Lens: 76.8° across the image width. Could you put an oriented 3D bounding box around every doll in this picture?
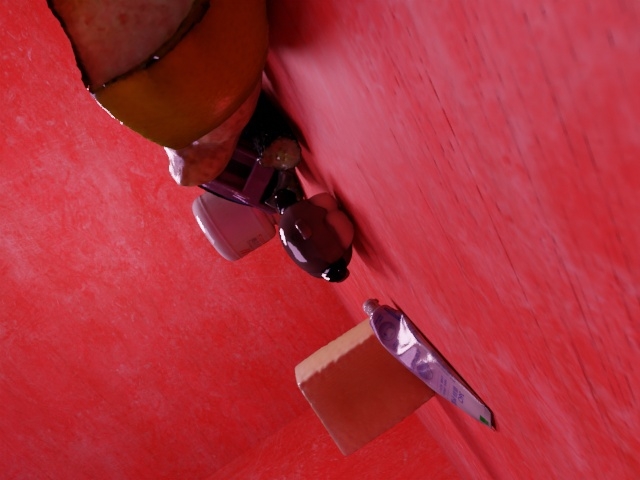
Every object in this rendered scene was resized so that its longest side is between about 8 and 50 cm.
[{"bbox_3d":[-0.001,0.002,0.720,0.182,0.117,0.257,53,176,15],"label":"doll"}]

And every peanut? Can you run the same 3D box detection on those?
[{"bbox_3d":[-0.171,-0.189,0.610,0.122,0.253,0.137,20,-133,-19],"label":"peanut"}]

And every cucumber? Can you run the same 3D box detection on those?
[{"bbox_3d":[-0.118,-0.224,0.718,0.081,0.072,0.303,4,-142,-35],"label":"cucumber"}]

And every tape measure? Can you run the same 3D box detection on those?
[{"bbox_3d":[-0.165,-0.163,0.822,0.245,0.149,0.231,23,-165,-18],"label":"tape measure"}]

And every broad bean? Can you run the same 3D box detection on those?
[{"bbox_3d":[-0.080,-0.151,1.018,0.297,0.043,0.060,67,-175,-62],"label":"broad bean"}]

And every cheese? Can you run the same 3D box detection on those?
[{"bbox_3d":[0.107,0.349,0.997,0.242,0.265,0.124,58,176,-6],"label":"cheese"}]

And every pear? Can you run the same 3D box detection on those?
[{"bbox_3d":[-0.133,-0.219,0.383,0.292,0.159,0.292,60,178,4],"label":"pear"}]

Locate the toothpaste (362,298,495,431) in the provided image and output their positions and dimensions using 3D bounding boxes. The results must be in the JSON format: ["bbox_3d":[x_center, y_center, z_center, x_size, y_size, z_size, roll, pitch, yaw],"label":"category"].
[{"bbox_3d":[0.165,0.189,0.671,0.301,0.048,0.075,43,138,49],"label":"toothpaste"}]

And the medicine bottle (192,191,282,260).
[{"bbox_3d":[-0.228,-0.103,1.311,0.241,0.302,0.241,57,177,5],"label":"medicine bottle"}]
